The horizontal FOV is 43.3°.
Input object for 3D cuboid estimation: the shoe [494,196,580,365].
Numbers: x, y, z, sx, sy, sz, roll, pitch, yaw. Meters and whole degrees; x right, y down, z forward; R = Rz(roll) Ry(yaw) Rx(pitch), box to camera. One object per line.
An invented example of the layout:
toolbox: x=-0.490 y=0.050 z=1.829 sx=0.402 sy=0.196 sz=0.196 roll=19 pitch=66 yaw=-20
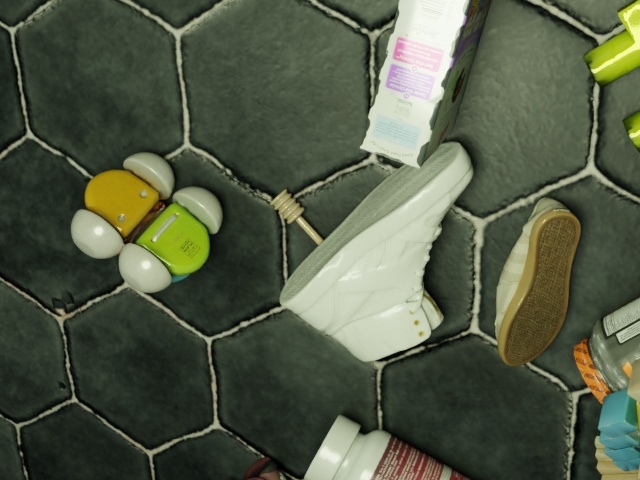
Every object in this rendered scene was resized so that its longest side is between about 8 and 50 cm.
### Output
shoe: x=0.254 y=0.051 z=0.959 sx=0.077 sy=0.058 sz=0.218 roll=2 pitch=119 yaw=-14

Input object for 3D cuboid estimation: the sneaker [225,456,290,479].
sneaker: x=-0.029 y=0.398 z=1.163 sx=0.282 sy=0.106 sz=0.162 roll=-1 pitch=106 yaw=21

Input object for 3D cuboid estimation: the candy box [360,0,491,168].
candy box: x=0.118 y=-0.194 z=0.847 sx=0.070 sy=0.165 sz=0.196 roll=20 pitch=115 yaw=13

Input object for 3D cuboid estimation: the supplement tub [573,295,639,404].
supplement tub: x=0.388 y=0.110 z=0.892 sx=0.190 sy=0.117 sz=0.117 roll=-38 pitch=94 yaw=28

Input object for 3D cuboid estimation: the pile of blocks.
pile of blocks: x=0.361 y=0.265 z=0.873 sx=0.149 sy=0.112 sz=0.362 roll=1 pitch=138 yaw=33

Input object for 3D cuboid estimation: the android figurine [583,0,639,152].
android figurine: x=0.415 y=-0.203 z=0.799 sx=0.273 sy=0.056 sz=0.248 roll=-28 pitch=98 yaw=28

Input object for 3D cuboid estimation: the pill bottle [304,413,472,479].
pill bottle: x=0.098 y=0.330 z=1.079 sx=0.221 sy=0.121 sz=0.121 roll=29 pitch=117 yaw=8

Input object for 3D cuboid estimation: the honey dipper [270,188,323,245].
honey dipper: x=0.000 y=0.000 z=1.043 sx=0.160 sy=0.030 sz=0.030 roll=46 pitch=118 yaw=-5

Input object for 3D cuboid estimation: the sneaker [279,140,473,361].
sneaker: x=0.108 y=0.025 z=0.984 sx=0.169 sy=0.108 sz=0.292 roll=40 pitch=113 yaw=-17

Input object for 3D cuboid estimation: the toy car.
toy car: x=-0.230 y=-0.012 z=1.071 sx=0.182 sy=0.159 sz=0.136 roll=35 pitch=152 yaw=4
